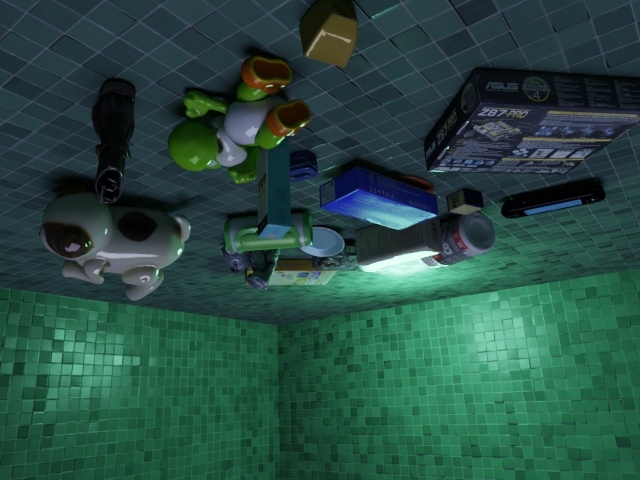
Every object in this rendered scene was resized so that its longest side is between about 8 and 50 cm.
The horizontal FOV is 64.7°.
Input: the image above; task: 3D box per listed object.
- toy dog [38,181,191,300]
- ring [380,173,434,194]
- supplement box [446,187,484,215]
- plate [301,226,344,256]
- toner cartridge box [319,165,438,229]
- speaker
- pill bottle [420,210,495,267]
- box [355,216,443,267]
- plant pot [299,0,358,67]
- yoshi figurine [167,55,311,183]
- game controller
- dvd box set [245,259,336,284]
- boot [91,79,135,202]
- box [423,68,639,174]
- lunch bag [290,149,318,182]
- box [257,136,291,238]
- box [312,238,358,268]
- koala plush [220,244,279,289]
[{"bbox_3d":[-0.645,-0.003,1.547,0.396,0.284,0.408,-13,157,29],"label":"toy dog"},{"bbox_3d":[0.200,-0.132,1.652,0.337,0.032,0.336,-2,163,-1],"label":"ring"},{"bbox_3d":[0.476,-0.126,1.668,0.083,0.056,0.083,9,159,-31],"label":"supplement box"},{"bbox_3d":[0.000,0.000,1.979,0.188,0.024,0.188,5,143,4],"label":"plate"},{"bbox_3d":[0.181,-0.118,1.524,0.348,0.075,0.165,13,157,-38],"label":"toner cartridge box"},{"bbox_3d":[-0.180,-0.029,1.773,0.297,0.131,0.131,-4,162,5],"label":"speaker"},{"bbox_3d":[0.503,0.005,1.912,0.162,0.161,0.283,6,160,-25],"label":"pill bottle"},{"bbox_3d":[0.289,0.003,1.906,0.311,0.147,0.121,-16,159,40],"label":"box"},{"bbox_3d":[0.020,-0.358,0.851,0.082,0.081,0.083,6,148,-25],"label":"plant pot"},{"bbox_3d":[-0.201,-0.230,1.069,0.203,0.203,0.362,28,151,-30],"label":"yoshi figurine"},{"bbox_3d":[0.779,-0.124,1.703,0.320,0.067,0.166,-12,160,28],"label":"game controller"},{"bbox_3d":[-0.153,0.159,2.468,0.421,0.062,0.307,0,162,-9],"label":"dvd box set"},{"bbox_3d":[-0.446,-0.185,1.071,0.091,0.228,0.263,5,161,-22],"label":"boot"},{"bbox_3d":[0.484,-0.260,1.191,0.396,0.097,0.318,0,164,-8],"label":"box"},{"bbox_3d":[-0.052,-0.196,1.362,0.099,0.065,0.067,-11,161,26],"label":"lunch bag"},{"bbox_3d":[-0.116,-0.133,1.254,0.060,0.244,0.100,4,161,-20],"label":"box"},{"bbox_3d":[0.145,0.069,2.201,0.308,0.076,0.242,3,162,-17],"label":"box"},{"bbox_3d":[-0.295,0.068,2.041,0.222,0.203,0.196,24,169,-12],"label":"koala plush"}]
